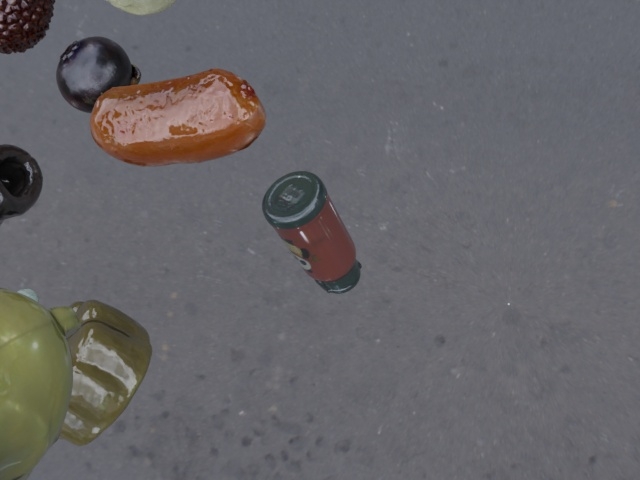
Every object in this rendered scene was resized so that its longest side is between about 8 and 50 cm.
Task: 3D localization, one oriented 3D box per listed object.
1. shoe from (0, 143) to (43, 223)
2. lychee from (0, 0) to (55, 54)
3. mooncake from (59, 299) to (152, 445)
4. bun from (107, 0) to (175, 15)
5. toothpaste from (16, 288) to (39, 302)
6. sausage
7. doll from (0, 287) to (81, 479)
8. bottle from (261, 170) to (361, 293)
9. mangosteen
[{"bbox_3d":[-0.785,-0.064,1.506,0.237,0.384,0.171,-24,118,30],"label":"shoe"},{"bbox_3d":[-0.786,-0.598,1.635,0.264,0.264,0.300,-20,75,13],"label":"lychee"},{"bbox_3d":[-0.639,0.340,1.778,0.378,0.201,0.378,-33,33,25],"label":"mooncake"},{"bbox_3d":[-0.385,-0.574,1.358,0.229,0.145,0.229,6,103,26],"label":"bun"},{"bbox_3d":[-0.392,0.113,0.683,0.067,0.255,0.037,35,124,8],"label":"toothpaste"},{"bbox_3d":[-0.206,-0.171,0.963,0.258,0.133,0.133,-6,83,5],"label":"sausage"},{"bbox_3d":[-0.272,0.116,0.443,0.177,0.261,0.161,-39,88,4],"label":"doll"},{"bbox_3d":[0.000,0.000,1.517,0.144,0.336,0.144,-14,49,17],"label":"bottle"},{"bbox_3d":[-0.548,-0.401,1.691,0.194,0.230,0.194,-19,52,26],"label":"mangosteen"}]
